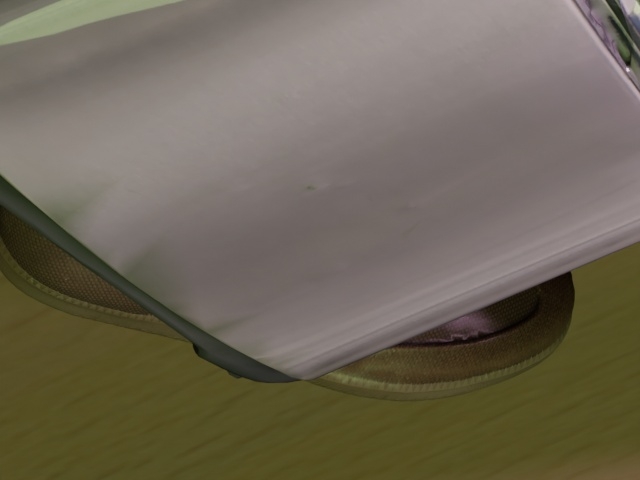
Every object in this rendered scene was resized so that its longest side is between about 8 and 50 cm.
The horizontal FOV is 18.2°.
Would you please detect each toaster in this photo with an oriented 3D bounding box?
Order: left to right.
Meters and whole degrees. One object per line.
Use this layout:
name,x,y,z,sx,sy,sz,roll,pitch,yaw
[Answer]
toaster,0.009,-0.058,0.424,0.146,0.129,0.227,-20,145,21

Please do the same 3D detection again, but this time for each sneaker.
sneaker,0.000,0.000,0.585,0.188,0.066,0.071,7,147,-21
